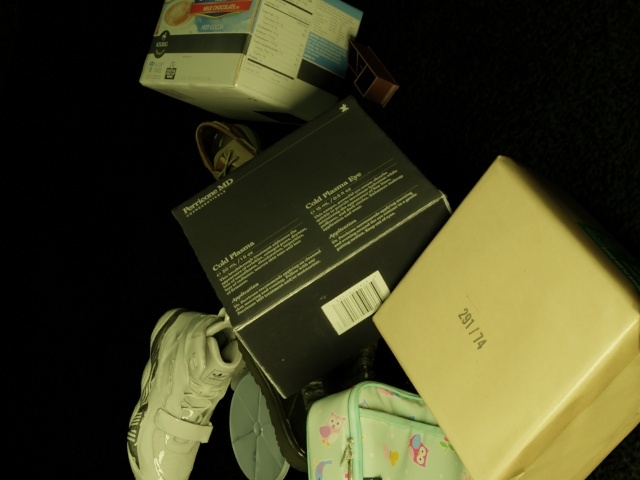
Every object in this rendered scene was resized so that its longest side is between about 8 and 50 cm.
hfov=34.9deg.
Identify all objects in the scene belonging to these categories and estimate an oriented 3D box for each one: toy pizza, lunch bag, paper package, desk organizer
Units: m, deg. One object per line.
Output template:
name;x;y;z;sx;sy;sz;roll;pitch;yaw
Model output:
toy pizza;-0.095;0.322;1.745;0.201;0.032;0.201;1;91;55
lunch bag;0.106;0.302;1.324;0.107;0.279;0.224;-23;58;40
paper package;0.263;0.111;1.295;0.309;0.168;0.325;-55;41;22
desk organizer;0.079;-0.291;1.755;0.047;0.050;0.130;-53;43;24

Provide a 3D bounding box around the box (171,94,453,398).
box;0.000;0.000;1.518;0.343;0.179;0.312;-32;42;-2

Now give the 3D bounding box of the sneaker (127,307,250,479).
sneaker;-0.236;0.292;1.856;0.210;0.137;0.366;-16;62;50

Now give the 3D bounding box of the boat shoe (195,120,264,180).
boat shoe;-0.150;-0.128;1.922;0.123;0.116;0.324;-61;40;15

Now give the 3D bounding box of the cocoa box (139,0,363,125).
cocoa box;-0.133;-0.358;1.891;0.347;0.231;0.228;13;86;51

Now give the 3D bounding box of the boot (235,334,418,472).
boot;0.009;0.165;1.607;0.260;0.131;0.348;-48;55;38
